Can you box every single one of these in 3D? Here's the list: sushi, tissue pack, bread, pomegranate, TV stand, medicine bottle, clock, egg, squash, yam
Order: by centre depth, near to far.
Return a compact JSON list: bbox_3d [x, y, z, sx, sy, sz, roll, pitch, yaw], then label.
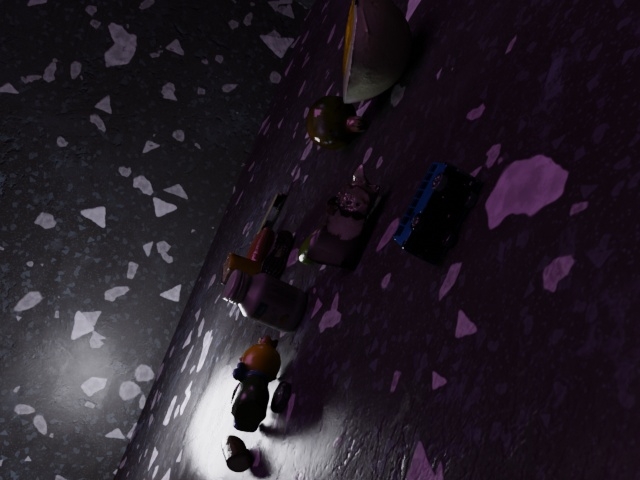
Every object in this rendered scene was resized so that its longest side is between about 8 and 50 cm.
[{"bbox_3d":[0.072,-0.062,1.712,0.109,0.134,0.272,3,-76,-75],"label":"sushi"},{"bbox_3d":[-0.103,0.404,1.719,0.085,0.017,0.085,-54,20,31],"label":"clock"},{"bbox_3d":[-0.225,0.565,1.773,0.069,0.070,0.146,-65,16,0],"label":"yam"},{"bbox_3d":[-0.161,0.165,1.887,0.135,0.215,0.135,-54,20,31],"label":"medicine bottle"},{"bbox_3d":[0.000,0.000,1.900,0.252,0.066,0.066,-45,26,48],"label":"squash"},{"bbox_3d":[0.170,-0.562,1.961,0.337,0.201,0.336,5,-90,-90],"label":"egg"},{"bbox_3d":[0.059,-0.375,2.128,0.210,0.180,0.179,10,71,33],"label":"pomegranate"},{"bbox_3d":[-0.250,0.118,2.299,0.120,0.169,0.082,-99,32,-62],"label":"tissue pack"},{"bbox_3d":[-0.240,0.050,2.534,0.119,0.067,0.192,-34,35,59],"label":"bread"},{"bbox_3d":[-0.205,-0.078,2.660,0.249,0.042,0.036,-64,21,2],"label":"TV stand"}]

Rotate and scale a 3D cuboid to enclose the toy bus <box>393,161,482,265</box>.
[{"bbox_3d":[0.221,-0.053,1.287,0.184,0.090,0.106,-62,16,3],"label":"toy bus"}]

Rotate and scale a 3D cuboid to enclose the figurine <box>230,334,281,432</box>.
[{"bbox_3d":[-0.175,0.387,1.810,0.234,0.128,0.185,-91,7,-50],"label":"figurine"}]

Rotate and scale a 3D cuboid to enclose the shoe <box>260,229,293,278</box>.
[{"bbox_3d":[-0.151,0.059,2.275,0.077,0.074,0.194,128,165,-70],"label":"shoe"}]
